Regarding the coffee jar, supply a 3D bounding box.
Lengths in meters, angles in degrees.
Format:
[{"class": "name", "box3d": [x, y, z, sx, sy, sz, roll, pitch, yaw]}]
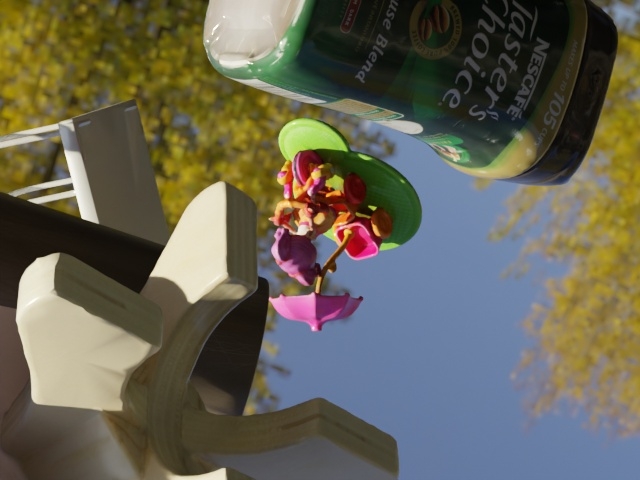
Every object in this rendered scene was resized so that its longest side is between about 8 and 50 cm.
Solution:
[{"class": "coffee jar", "box3d": [0.046, -0.088, 0.682, 0.184, 0.096, 0.079, 18, 176, -36]}]

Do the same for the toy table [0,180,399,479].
[{"class": "toy table", "box3d": [-0.100, 0.102, 0.844, 0.274, 0.161, 0.252, 21, -132, -45]}]

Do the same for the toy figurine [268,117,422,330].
[{"class": "toy figurine", "box3d": [0.000, 0.000, 1.446, 0.173, 0.130, 0.159, 52, -138, -29]}]

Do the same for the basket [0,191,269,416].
[{"class": "basket", "box3d": [-0.161, 0.060, 1.098, 0.226, 0.154, 0.204, 15, 168, -9]}]

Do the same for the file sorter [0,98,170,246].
[{"class": "file sorter", "box3d": [-0.277, 0.007, 1.725, 0.173, 0.278, 0.193, -11, -172, 16]}]
